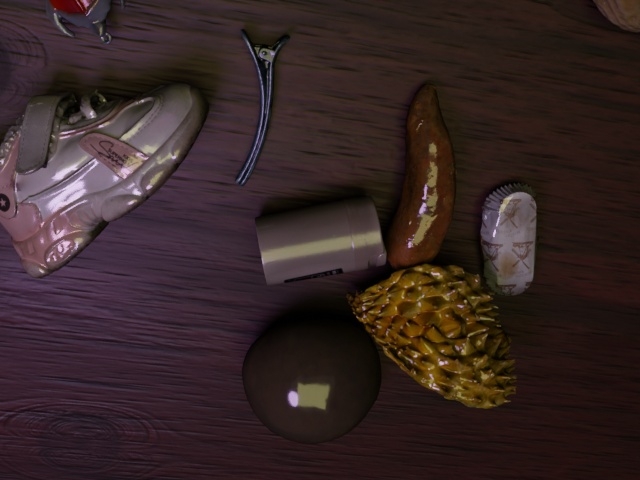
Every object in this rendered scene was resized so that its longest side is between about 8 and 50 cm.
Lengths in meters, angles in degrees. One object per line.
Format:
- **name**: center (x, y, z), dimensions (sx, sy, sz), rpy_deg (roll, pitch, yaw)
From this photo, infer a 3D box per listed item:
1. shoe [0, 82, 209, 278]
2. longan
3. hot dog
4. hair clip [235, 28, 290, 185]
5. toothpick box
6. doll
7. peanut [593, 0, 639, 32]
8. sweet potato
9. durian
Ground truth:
- **shoe**: center (-0.321, -0.117, 1.068), dimensions (0.351, 0.172, 0.198), rpy_deg (-40, 106, 6)
- **longan**: center (-0.009, 0.214, 1.216), dimensions (0.220, 0.196, 0.196), rpy_deg (-4, 110, -18)
- **hot dog**: center (0.302, 0.003, 1.250), dimensions (0.099, 0.053, 0.192), rpy_deg (-9, 113, -2)
- **hair clip**: center (-0.091, -0.186, 1.142), dimensions (0.070, 0.039, 0.229), rpy_deg (4, 110, -10)
- **toothpick box**: center (0.000, 0.000, 1.181), dimensions (0.181, 0.111, 0.111), rpy_deg (-10, 111, -2)
- **doll**: center (-0.332, -0.350, 1.044), dimensions (0.104, 0.062, 0.194), rpy_deg (-30, 103, -8)
- **peanut**: center (0.403, -0.394, 1.071), dimensions (0.291, 0.143, 0.159), rpy_deg (25, 115, -17)
- **sweet potato**: center (0.160, -0.085, 1.182), dimensions (0.097, 0.097, 0.291), rpy_deg (6, 104, -9)
- **durian**: center (0.202, 0.163, 1.195), dimensions (0.305, 0.195, 0.185), rpy_deg (27, 130, -23)
